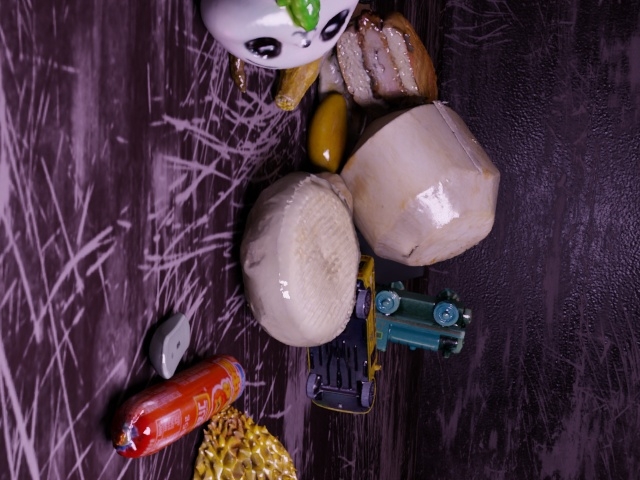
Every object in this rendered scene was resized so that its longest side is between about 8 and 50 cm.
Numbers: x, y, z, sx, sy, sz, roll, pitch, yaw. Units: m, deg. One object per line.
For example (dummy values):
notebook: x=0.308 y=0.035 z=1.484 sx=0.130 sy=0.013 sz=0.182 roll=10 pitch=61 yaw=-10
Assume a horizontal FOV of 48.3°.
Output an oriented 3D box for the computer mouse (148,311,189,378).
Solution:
computer mouse: x=-0.187 y=0.126 z=0.875 sx=0.110 sy=0.032 sz=0.056 roll=-71 pitch=161 yaw=-69

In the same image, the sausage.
sausage: x=-0.175 y=0.200 z=0.869 sx=0.274 sy=0.074 sz=0.074 roll=-9 pitch=103 yaw=-72

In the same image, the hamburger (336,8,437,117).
hamburger: x=0.142 y=-0.343 z=1.412 sx=0.245 sy=0.155 sz=0.282 roll=-61 pitch=142 yaw=-51

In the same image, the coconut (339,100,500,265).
coconut: x=0.188 y=-0.114 z=1.389 sx=0.323 sy=0.323 sz=0.323 roll=5 pitch=90 yaw=-74

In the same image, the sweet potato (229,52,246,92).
sweet potato: x=-0.107 y=-0.291 z=1.021 sx=0.041 sy=0.038 sz=0.153 roll=15 pitch=81 yaw=-50

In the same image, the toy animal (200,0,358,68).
toy animal: x=-0.058 y=-0.340 z=0.882 sx=0.212 sy=0.212 sz=0.267 roll=-66 pitch=149 yaw=-48

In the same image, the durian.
durian: x=-0.115 y=0.335 z=1.058 sx=0.132 sy=0.165 sz=0.182 roll=-115 pitch=-139 yaw=-56

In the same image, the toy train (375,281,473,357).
toy train: x=0.261 y=0.222 z=1.967 sx=0.120 sy=0.298 sz=0.194 roll=-48 pitch=147 yaw=-68

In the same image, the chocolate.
chocolate: x=-0.032 y=-0.311 z=1.217 sx=0.086 sy=0.085 sz=0.219 roll=73 pitch=31 yaw=-52

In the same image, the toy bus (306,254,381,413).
toy bus: x=0.052 y=0.197 z=1.503 sx=0.151 sy=0.145 sz=0.331 roll=-54 pitch=145 yaw=-59

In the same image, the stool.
stool: x=0.135 y=-0.009 z=1.609 sx=0.232 sy=0.232 sz=0.141 roll=72 pitch=29 yaw=-53

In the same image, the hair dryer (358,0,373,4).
hair dryer: x=0.040 y=-0.582 z=1.382 sx=0.225 sy=0.088 sz=0.219 roll=50 pitch=22 yaw=-27

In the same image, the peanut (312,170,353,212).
peanut: x=0.000 y=0.000 z=1.328 sx=0.123 sy=0.123 sz=0.257 roll=-28 pitch=123 yaw=-71

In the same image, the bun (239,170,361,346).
bun: x=-0.044 y=0.031 z=1.141 sx=0.287 sy=0.146 sz=0.287 roll=26 pitch=60 yaw=-60

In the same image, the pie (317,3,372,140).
pie: x=0.063 y=-0.387 z=1.513 sx=0.337 sy=0.075 sz=0.338 roll=1 pitch=90 yaw=-69

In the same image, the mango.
mango: x=0.018 y=-0.207 z=1.391 sx=0.103 sy=0.076 sz=0.161 roll=-2 pitch=100 yaw=-62
